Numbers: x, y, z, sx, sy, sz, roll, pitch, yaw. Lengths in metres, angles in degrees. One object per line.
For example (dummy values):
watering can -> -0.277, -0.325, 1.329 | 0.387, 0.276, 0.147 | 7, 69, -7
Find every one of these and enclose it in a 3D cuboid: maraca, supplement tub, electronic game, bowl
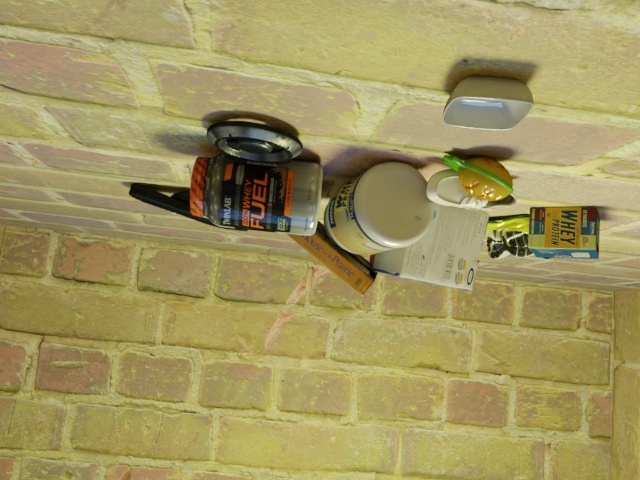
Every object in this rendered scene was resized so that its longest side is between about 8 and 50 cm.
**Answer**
maraca -> 0.383, -0.160, 1.368 | 0.186, 0.099, 0.127 | 29, 178, 11
supplement tub -> -0.170, -0.129, 1.524 | 0.338, 0.206, 0.207 | 5, 171, -3
electronic game -> -0.156, -0.236, 1.341 | 0.230, 0.048, 0.229 | 7, 172, 1
supplement tub -> 0.149, -0.078, 1.576 | 0.229, 0.228, 0.316 | 8, 170, -18
bowl -> 0.293, -0.246, 0.996 | 0.142, 0.053, 0.142 | 4, 171, 2

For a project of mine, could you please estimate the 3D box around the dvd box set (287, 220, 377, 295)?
dvd box set -> 0.000, 0.000, 1.786 | 0.420, 0.062, 0.307 | 39, -172, 5

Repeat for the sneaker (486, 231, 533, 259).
sneaker -> 0.771, 0.000, 2.128 | 0.147, 0.129, 0.330 | -7, 177, -14

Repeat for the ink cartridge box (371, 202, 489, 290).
ink cartridge box -> 0.380, 0.008, 1.809 | 0.396, 0.269, 0.151 | 12, -179, -32

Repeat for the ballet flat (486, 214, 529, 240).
ballet flat -> 0.644, -0.039, 1.985 | 0.077, 0.077, 0.231 | 6, 171, -38

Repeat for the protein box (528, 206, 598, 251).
protein box -> 0.800, -0.022, 1.837 | 0.200, 0.135, 0.201 | 1, 170, 28

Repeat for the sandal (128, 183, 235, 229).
sandal -> -0.466, -0.140, 2.038 | 0.446, 0.106, 0.167 | 19, 171, -5

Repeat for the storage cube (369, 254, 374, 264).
storage cube -> 0.318, 0.008, 2.139 | 0.215, 0.193, 0.184 | 11, 170, -25

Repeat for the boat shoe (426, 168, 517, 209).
boat shoe -> 0.404, -0.129, 1.469 | 0.277, 0.098, 0.096 | 1, -163, -30
